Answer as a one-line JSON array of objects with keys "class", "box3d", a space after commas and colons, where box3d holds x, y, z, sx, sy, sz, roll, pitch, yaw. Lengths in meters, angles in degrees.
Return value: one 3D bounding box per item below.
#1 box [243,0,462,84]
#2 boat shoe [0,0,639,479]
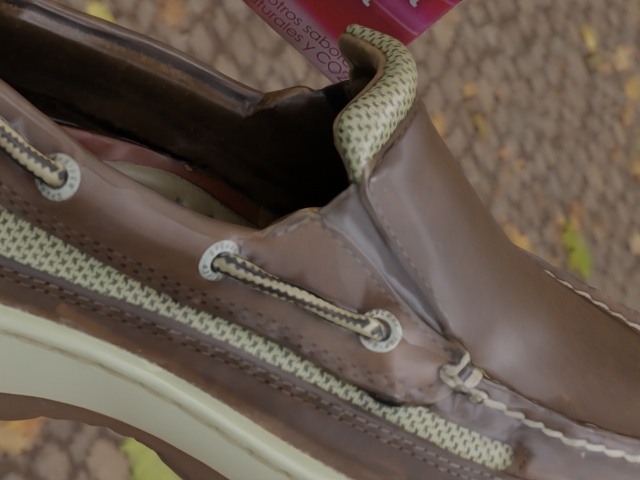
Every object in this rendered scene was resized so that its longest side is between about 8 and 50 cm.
[{"class": "box", "box3d": [-0.027, -0.181, 0.472, 0.257, 0.122, 0.128, 43, 54, -9]}, {"class": "boat shoe", "box3d": [0.001, 0.004, 0.414, 0.257, 0.095, 0.095, 17, 29, -20]}]
